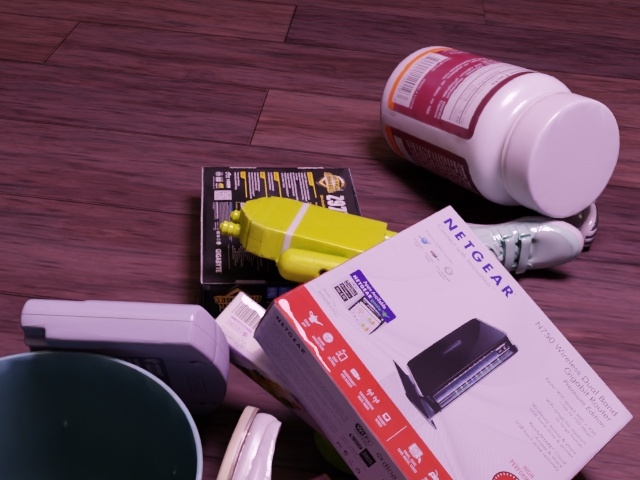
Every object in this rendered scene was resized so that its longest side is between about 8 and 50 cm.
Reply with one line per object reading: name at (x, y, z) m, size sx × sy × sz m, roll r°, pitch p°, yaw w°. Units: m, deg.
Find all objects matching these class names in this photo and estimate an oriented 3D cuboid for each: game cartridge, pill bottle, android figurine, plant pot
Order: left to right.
plant pot at (-0.253, 0.287, 0.786) m, size 0.292 × 0.235 × 0.293 m, roll 3°, pitch 37°, yaw -2°
game cartridge at (-0.202, 0.138, 0.959) m, size 0.197 × 0.297 × 0.062 m, roll -1°, pitch 65°, yaw -5°
android figurine at (0.000, 0.000, 1.168) m, size 0.272 × 0.056 × 0.248 m, roll 12°, pitch 18°, yaw 2°
pill bottle at (0.293, -0.189, 1.444) m, size 0.224 × 0.224 × 0.392 m, roll -15°, pitch 28°, yaw -25°

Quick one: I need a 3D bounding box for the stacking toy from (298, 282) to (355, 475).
stacking toy at (0.114, 0.152, 1.101) m, size 0.308 × 0.131 × 0.280 m, roll 0°, pitch 36°, yaw -6°

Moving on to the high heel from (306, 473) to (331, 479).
high heel at (0.001, 0.340, 0.871) m, size 0.117 × 0.082 × 0.244 m, roll -13°, pitch 40°, yaw -22°

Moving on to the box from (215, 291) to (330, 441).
box at (0.009, 0.187, 0.997) m, size 0.324 × 0.063 × 0.067 m, roll 36°, pitch 65°, yaw 9°

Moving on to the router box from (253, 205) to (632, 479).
router box at (0.141, 0.154, 0.961) m, size 0.301 × 0.082 × 0.335 m, roll -28°, pitch 71°, yaw -37°

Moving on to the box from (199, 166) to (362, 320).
box at (-0.061, -0.005, 1.340) m, size 0.256 × 0.079 × 0.322 m, roll 1°, pitch 36°, yaw -9°

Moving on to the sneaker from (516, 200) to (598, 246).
sneaker at (0.411, -0.083, 1.495) m, size 0.132 × 0.086 × 0.229 m, roll 7°, pitch 37°, yaw 7°

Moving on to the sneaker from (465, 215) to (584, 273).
sneaker at (0.278, 0.035, 1.307) m, size 0.255 × 0.094 × 0.151 m, roll 0°, pitch 29°, yaw 10°

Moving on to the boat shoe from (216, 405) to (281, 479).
boat shoe at (-0.069, 0.317, 0.837) m, size 0.103 × 0.113 × 0.303 m, roll 11°, pitch 62°, yaw 3°
